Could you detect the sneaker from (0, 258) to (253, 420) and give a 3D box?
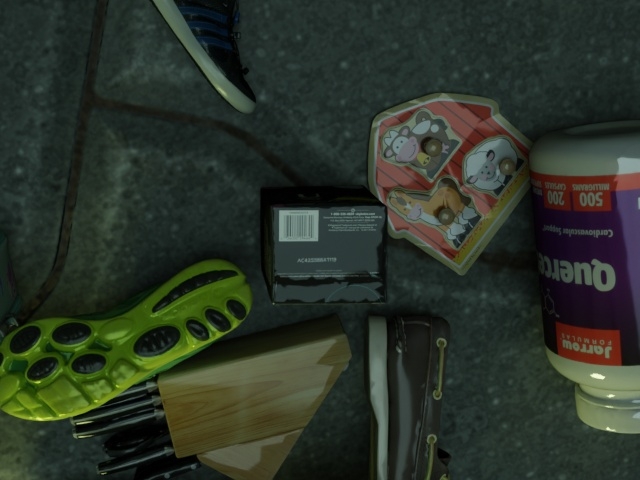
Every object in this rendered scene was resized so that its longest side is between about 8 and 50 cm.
[{"bbox_3d":[-0.210,0.114,1.063,0.296,0.123,0.109,-20,80,-10],"label":"sneaker"}]

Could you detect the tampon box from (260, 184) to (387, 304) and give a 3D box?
[{"bbox_3d":[0.000,0.000,1.051,0.121,0.161,0.101,-1,101,-7],"label":"tampon box"}]

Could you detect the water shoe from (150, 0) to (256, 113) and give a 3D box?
[{"bbox_3d":[-0.114,-0.228,1.040,0.080,0.073,0.203,-35,103,-1],"label":"water shoe"}]

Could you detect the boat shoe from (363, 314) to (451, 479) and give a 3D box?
[{"bbox_3d":[0.102,0.244,1.137,0.097,0.116,0.324,-2,96,-2],"label":"boat shoe"}]

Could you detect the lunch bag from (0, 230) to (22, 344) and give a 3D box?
[{"bbox_3d":[-0.443,0.075,0.992,0.279,0.224,0.107,-8,106,0],"label":"lunch bag"}]

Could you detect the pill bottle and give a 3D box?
[{"bbox_3d":[0.330,0.036,1.082,0.182,0.181,0.322,-8,101,-4],"label":"pill bottle"}]

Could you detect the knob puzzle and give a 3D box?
[{"bbox_3d":[0.138,-0.080,1.117,0.213,0.030,0.213,-1,101,-5],"label":"knob puzzle"}]

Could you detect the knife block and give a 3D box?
[{"bbox_3d":[-0.132,0.159,1.106,0.242,0.088,0.275,31,97,-12],"label":"knife block"}]
